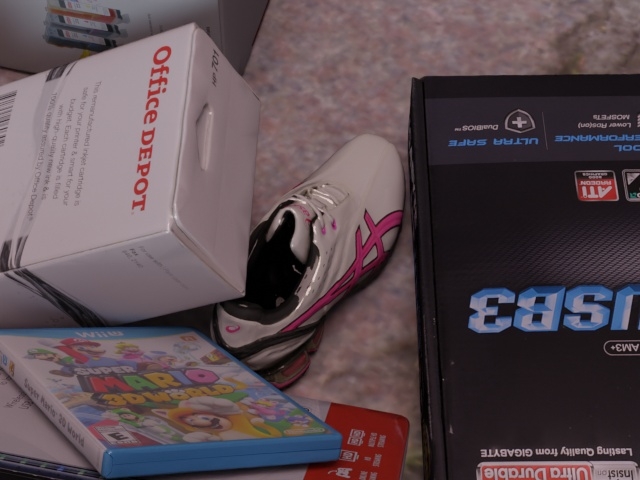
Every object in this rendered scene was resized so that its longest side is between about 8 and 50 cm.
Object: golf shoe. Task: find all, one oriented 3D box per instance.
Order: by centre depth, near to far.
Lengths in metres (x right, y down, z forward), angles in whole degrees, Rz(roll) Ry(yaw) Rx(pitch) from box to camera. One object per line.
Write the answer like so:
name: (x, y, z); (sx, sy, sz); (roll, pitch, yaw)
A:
golf shoe: (0.000, 0.000, 0.812); (0.067, 0.086, 0.186); (23, 58, 15)

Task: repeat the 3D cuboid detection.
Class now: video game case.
video game case: (-0.081, 0.074, 0.687); (0.119, 0.015, 0.166); (0, 14, -31)

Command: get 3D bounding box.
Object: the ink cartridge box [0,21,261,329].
ink cartridge box: (-0.136, -0.024, 0.783); (0.191, 0.082, 0.139); (-12, 54, 23)

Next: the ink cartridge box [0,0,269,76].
ink cartridge box: (-0.129, -0.183, 0.904); (0.176, 0.127, 0.128); (13, 58, 7)

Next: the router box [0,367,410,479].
router box: (-0.124, 0.139, 0.597); (0.301, 0.082, 0.335); (9, 12, 5)

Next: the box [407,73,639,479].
box: (0.201, 0.036, 0.803); (0.296, 0.073, 0.293); (1, 56, 0)
